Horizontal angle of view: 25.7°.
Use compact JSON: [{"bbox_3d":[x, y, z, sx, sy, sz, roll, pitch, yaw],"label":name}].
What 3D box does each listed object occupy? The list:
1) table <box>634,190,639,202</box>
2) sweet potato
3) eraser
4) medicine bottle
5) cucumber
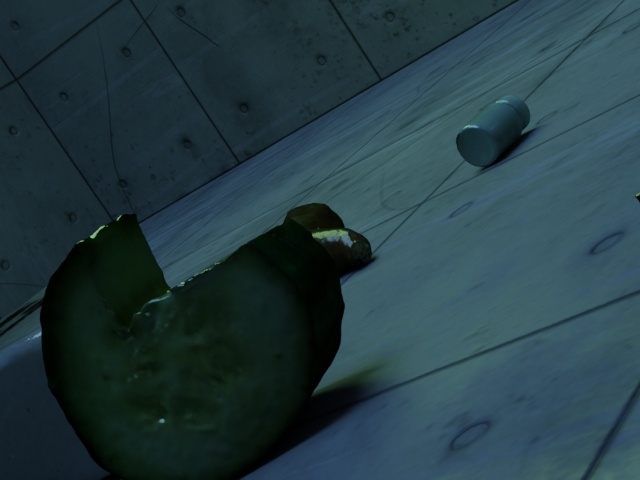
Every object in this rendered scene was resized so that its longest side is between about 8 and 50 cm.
[{"bbox_3d":[0.191,0.002,0.580,0.070,0.083,0.082,-36,14,6],"label":"table"},{"bbox_3d":[-0.005,0.003,1.420,0.081,0.062,0.233,-32,11,-3],"label":"sweet potato"},{"bbox_3d":[-0.248,0.134,1.284,0.331,0.150,0.331,-32,7,4],"label":"eraser"},{"bbox_3d":[0.176,-0.111,1.419,0.047,0.047,0.083,-25,11,46],"label":"medicine bottle"},{"bbox_3d":[-0.080,0.072,0.955,0.191,0.191,0.130,-30,10,23],"label":"cucumber"}]
